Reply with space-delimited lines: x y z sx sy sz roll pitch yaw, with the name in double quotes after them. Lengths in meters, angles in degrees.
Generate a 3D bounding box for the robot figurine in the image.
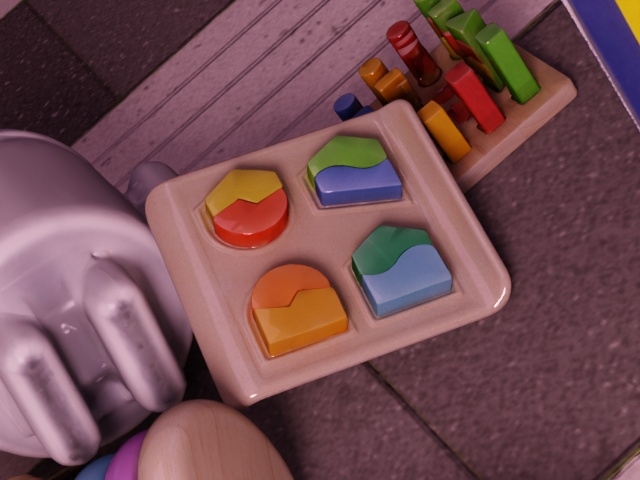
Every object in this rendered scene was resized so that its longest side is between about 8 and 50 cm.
-0.227 0.034 1.151 0.300 0.200 0.353 -28 32 -14 "robot figurine"

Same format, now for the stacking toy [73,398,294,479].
-0.171 0.229 0.960 0.330 0.141 0.141 -30 35 25 "stacking toy"

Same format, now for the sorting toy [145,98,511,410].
0.000 0.000 1.017 0.208 0.038 0.193 -22 56 -7 "sorting toy"

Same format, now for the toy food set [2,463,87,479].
-0.239 0.206 1.042 0.132 0.192 0.038 -34 78 11 "toy food set"

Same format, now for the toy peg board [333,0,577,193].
0.081 -0.114 1.138 0.160 0.079 0.161 -40 34 -1 "toy peg board"

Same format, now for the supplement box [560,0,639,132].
0.320 -0.224 0.934 0.356 0.195 0.194 -30 35 13 "supplement box"
